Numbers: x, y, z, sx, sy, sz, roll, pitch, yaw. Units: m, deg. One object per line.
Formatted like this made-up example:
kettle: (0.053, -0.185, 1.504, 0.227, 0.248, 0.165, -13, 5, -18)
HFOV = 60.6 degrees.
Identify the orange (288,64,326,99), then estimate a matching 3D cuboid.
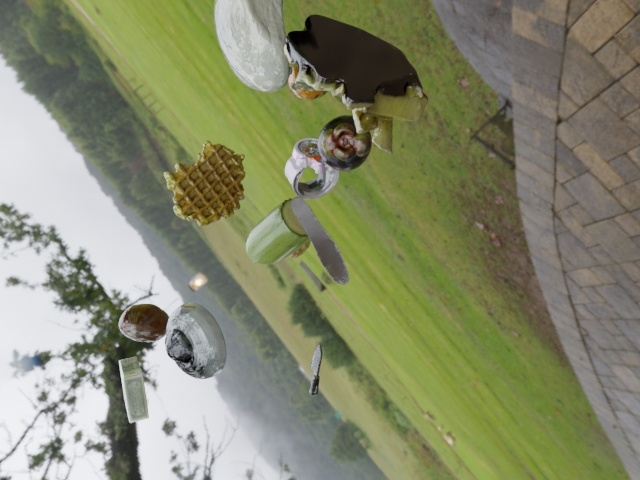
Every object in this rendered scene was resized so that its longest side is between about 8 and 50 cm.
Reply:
orange: (-0.035, -0.595, 1.978, 0.155, 0.177, 0.177, 46, 173, -28)

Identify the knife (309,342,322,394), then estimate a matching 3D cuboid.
knife: (-0.017, 0.433, 1.866, 0.060, 0.028, 0.230, 51, 142, 46)

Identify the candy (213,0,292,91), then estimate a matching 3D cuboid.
candy: (-0.229, -0.649, 1.714, 0.427, 0.186, 0.386, -155, 51, -69)

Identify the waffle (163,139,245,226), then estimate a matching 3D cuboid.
waffle: (-0.378, -0.196, 1.867, 0.058, 0.300, 0.282, 15, 120, 47)

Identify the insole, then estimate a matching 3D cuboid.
insole: (0.000, 0.000, 1.771, 0.111, 0.007, 0.328, -35, 85, 49)

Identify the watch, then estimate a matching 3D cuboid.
watch: (-0.006, -0.275, 2.206, 0.231, 0.244, 0.196, 99, 152, -42)

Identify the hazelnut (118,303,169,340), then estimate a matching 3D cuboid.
hazelnut: (-0.766, 0.367, 2.384, 0.181, 0.212, 0.181, 100, 176, -47)

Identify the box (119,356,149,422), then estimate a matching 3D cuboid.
box: (-0.679, 0.534, 1.987, 0.256, 0.069, 0.164, -174, 77, -67)

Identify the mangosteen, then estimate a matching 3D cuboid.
mangosteen: (0.085, -0.342, 1.927, 0.210, 0.210, 0.210, 47, 170, 10)

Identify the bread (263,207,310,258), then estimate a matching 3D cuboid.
bread: (-0.151, -0.032, 2.399, 0.236, 0.140, 0.106, 51, -147, -1)

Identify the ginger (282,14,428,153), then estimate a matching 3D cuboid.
ginger: (0.070, -0.418, 1.520, 0.413, 0.358, 0.211, 34, 136, 9)

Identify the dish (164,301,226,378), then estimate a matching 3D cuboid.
dish: (-0.460, 0.360, 1.857, 0.273, 0.134, 0.273, 14, 113, 37)

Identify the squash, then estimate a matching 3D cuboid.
squash: (-0.157, -0.027, 2.162, 0.189, 0.189, 0.260, 49, 130, -1)
